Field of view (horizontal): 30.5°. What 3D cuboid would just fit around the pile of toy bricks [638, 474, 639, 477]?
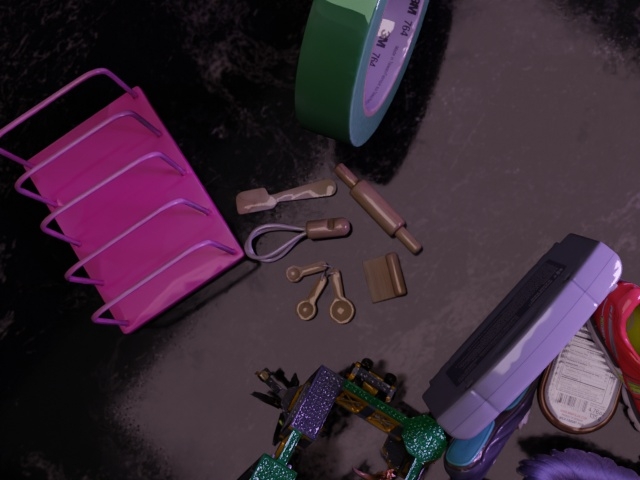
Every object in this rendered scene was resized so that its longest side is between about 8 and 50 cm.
[{"bbox_3d":[0.440,0.292,1.389,0.105,0.212,0.118,-35,88,-37],"label":"pile of toy bricks"}]

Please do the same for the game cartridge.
[{"bbox_3d":[0.247,0.117,1.456,0.060,0.196,0.294,42,92,-1],"label":"game cartridge"}]

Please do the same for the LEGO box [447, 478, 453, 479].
[{"bbox_3d":[0.243,0.594,1.406,0.372,0.193,0.500,19,87,11],"label":"LEGO box"}]

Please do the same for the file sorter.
[{"bbox_3d":[-0.276,-0.052,1.568,0.202,0.182,0.290,-34,80,4],"label":"file sorter"}]

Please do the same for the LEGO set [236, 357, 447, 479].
[{"bbox_3d":[-0.006,0.327,1.484,0.255,0.192,0.331,26,58,-8],"label":"LEGO set"}]

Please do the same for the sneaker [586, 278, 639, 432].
[{"bbox_3d":[0.423,0.170,1.439,0.107,0.118,0.279,-39,99,-8],"label":"sneaker"}]

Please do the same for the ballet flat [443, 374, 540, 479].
[{"bbox_3d":[0.224,0.235,1.505,0.074,0.074,0.203,33,59,11],"label":"ballet flat"}]

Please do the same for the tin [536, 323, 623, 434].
[{"bbox_3d":[0.348,0.159,1.518,0.106,0.040,0.189,18,87,7],"label":"tin"}]

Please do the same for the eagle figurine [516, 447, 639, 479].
[{"bbox_3d":[0.364,0.342,1.254,0.298,0.226,0.225,-8,110,31],"label":"eagle figurine"}]

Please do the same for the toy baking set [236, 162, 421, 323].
[{"bbox_3d":[0.006,-0.004,1.593,0.197,0.030,0.256,-40,79,3],"label":"toy baking set"}]

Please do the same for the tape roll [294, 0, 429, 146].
[{"bbox_3d":[0.064,-0.280,1.466,0.077,0.321,0.321,21,88,11],"label":"tape roll"}]
